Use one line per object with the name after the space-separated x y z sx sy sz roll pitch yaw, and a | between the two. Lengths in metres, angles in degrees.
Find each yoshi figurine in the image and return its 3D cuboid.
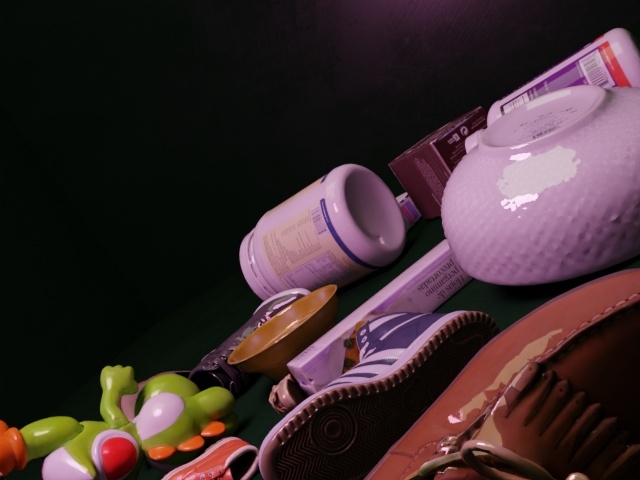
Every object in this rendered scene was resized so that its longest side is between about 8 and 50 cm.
-0.309 0.299 1.118 0.362 0.203 0.203 -13 -39 -25 | yoshi figurine

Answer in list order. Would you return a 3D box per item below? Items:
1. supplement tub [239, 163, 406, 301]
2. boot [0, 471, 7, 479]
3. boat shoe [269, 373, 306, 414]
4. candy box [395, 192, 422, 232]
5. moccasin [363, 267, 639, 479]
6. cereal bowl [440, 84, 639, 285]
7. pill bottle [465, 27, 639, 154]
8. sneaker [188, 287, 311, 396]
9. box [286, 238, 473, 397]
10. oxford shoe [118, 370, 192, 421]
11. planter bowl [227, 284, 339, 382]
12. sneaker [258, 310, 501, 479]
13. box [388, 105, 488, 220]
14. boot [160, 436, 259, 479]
0.000 0.000 1.643 0.325 0.235 0.235 -30 8 36 | supplement tub
-0.345 0.339 0.880 0.091 0.229 0.263 -32 7 19 | boot
-0.049 0.226 1.061 0.045 0.050 0.135 -38 -4 -3 | boat shoe
0.162 -0.039 1.858 0.165 0.070 0.196 -29 9 41 | candy box
0.091 0.158 0.413 0.380 0.139 0.147 -35 7 -6 | moccasin
0.300 -0.096 0.929 0.339 0.141 0.339 -25 19 9 | cereal bowl
0.421 -0.207 1.285 0.323 0.181 0.181 -31 7 31 | pill bottle
-0.127 0.208 1.375 0.296 0.104 0.147 -39 7 14 | sneaker
0.098 0.110 1.086 0.324 0.063 0.067 -37 8 -19 | box
-0.305 0.310 1.417 0.130 0.123 0.348 -29 7 -2 | oxford shoe
-0.038 0.170 1.216 0.217 0.090 0.217 -35 6 4 | planter bowl
0.046 0.162 0.785 0.282 0.099 0.153 -29 9 -20 | sneaker
0.299 -0.169 1.681 0.168 0.167 0.203 -37 7 -23 | box
-0.144 0.303 0.924 0.158 0.059 0.085 -37 11 -29 | boot
